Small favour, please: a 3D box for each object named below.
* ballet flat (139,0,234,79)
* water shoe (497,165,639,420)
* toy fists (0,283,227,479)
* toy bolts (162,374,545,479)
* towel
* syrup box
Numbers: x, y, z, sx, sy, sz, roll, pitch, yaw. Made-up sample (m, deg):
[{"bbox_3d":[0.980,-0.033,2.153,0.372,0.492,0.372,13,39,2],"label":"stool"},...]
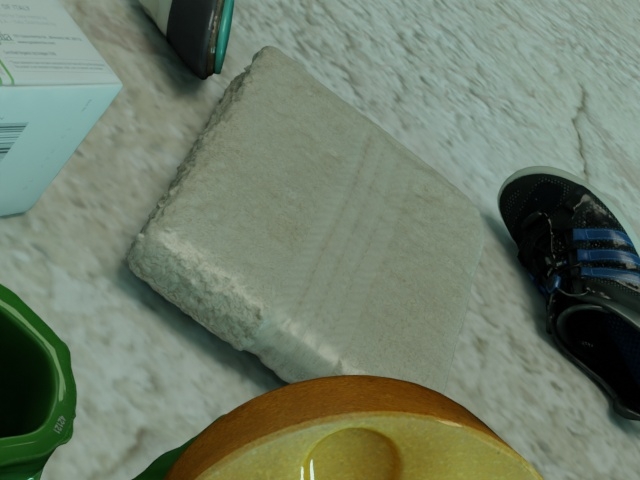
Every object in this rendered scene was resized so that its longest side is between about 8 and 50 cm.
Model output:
[{"bbox_3d":[-0.080,-0.168,1.177,0.074,0.074,0.203,33,34,-15],"label":"ballet flat"},{"bbox_3d":[0.177,0.029,1.201,0.080,0.073,0.203,-5,51,-52],"label":"water shoe"},{"bbox_3d":[-0.105,0.109,0.645,0.279,0.142,0.096,29,46,-22],"label":"toy fists"},{"bbox_3d":[-0.043,0.150,0.372,0.228,0.218,0.158,8,27,-15],"label":"toy bolts"},{"bbox_3d":[0.000,0.000,1.044,0.187,0.049,0.282,37,28,-6],"label":"towel"},{"bbox_3d":[-0.213,-0.127,0.902,0.237,0.093,0.096,51,29,19],"label":"syrup box"}]
